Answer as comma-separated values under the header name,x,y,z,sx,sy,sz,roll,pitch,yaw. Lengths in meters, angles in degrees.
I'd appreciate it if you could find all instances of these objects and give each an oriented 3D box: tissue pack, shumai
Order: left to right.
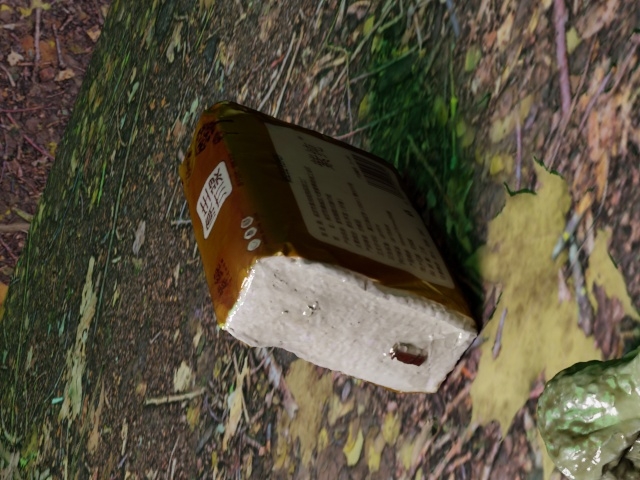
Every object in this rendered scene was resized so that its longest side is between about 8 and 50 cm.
name,x,y,z,sx,sy,sz,roll,pitch,yaw
tissue pack,0.000,0.000,0.959,0.092,0.183,0.226,-60,27,26
shumai,0.155,0.076,0.673,0.082,0.083,0.080,31,134,29
